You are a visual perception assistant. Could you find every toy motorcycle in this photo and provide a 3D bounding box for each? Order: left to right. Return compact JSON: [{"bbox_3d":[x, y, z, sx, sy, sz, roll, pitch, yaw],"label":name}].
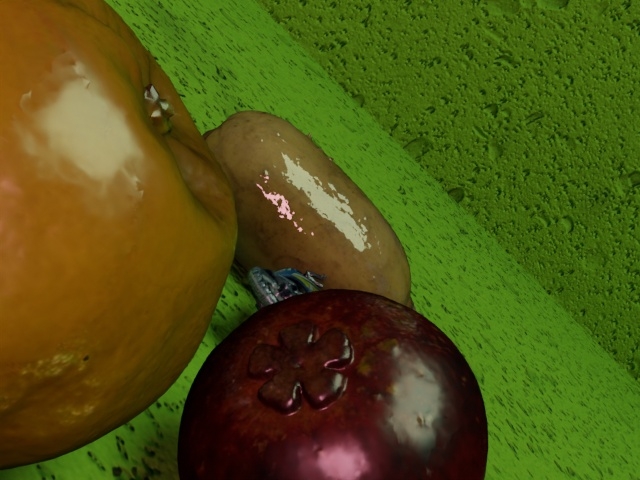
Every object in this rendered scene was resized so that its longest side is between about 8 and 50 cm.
[{"bbox_3d":[0.005,0.105,0.960,0.254,0.092,0.135,50,4,-25],"label":"toy motorcycle"}]

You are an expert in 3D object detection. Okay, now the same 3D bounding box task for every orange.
[{"bbox_3d":[-0.174,-0.019,0.514,0.279,0.235,0.279,48,19,-22],"label":"orange"}]

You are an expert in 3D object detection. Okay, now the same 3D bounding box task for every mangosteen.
[{"bbox_3d":[0.014,0.159,0.686,0.215,0.215,0.257,-116,-171,-45],"label":"mangosteen"}]

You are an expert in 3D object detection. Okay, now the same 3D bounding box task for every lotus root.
[{"bbox_3d":[0.000,0.000,1.074,0.343,0.151,0.169,44,16,-3],"label":"lotus root"}]
